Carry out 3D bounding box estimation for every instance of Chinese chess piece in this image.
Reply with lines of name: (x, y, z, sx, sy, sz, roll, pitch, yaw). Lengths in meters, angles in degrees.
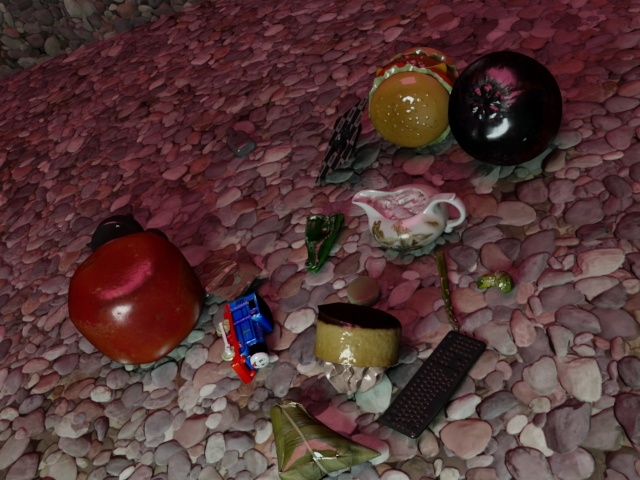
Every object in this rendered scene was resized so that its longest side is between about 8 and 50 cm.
Chinese chess piece: (0.105, 0.126, 1.730, 0.084, 0.034, 0.084, -14, 43, 13)

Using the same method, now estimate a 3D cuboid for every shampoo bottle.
shampoo bottle: (-0.284, -0.346, 2.444, 0.080, 0.040, 0.165, -34, 41, -6)

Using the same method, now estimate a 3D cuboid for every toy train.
toy train: (-0.177, 0.233, 1.726, 0.131, 0.082, 0.204, -25, 42, 3)

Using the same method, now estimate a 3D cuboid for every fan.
fan: (-0.184, 0.183, 1.848, 0.113, 0.005, 0.175, -44, 42, -17)

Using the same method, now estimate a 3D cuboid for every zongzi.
zongzi: (0.003, 0.388, 1.460, 0.204, 0.094, 0.205, -20, 40, 3)

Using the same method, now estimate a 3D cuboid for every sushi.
sushi: (0.081, -0.287, 2.093, 0.220, 0.047, 0.231, -26, 43, 62)

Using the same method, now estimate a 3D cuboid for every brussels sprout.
brussels sprout: (0.393, 0.091, 1.598, 0.083, 0.046, 0.051, 8, 45, 36)

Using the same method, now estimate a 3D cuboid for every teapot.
teapot: (0.228, -0.067, 1.788, 0.298, 0.139, 0.204, -1, 44, 29)

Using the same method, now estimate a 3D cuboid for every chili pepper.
chili pepper: (-0.001, -0.002, 1.907, 0.108, 0.062, 0.216, -8, 43, 31)

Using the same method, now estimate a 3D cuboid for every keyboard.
keyboard: (0.203, 0.328, 1.451, 0.103, 0.041, 0.381, 17, 56, 40)

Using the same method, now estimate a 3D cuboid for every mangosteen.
mangosteen: (0.484, -0.331, 1.844, 0.300, 0.300, 0.300, -15, 41, 14)

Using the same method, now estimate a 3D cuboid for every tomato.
tomato: (-0.474, 0.152, 1.836, 0.325, 0.293, 0.290, -33, 28, -20)

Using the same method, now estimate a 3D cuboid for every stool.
stool: (-0.590, 0.005, 2.178, 0.139, 0.228, 0.153, -109, 40, -70)

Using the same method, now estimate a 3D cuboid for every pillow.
pillow: (-0.270, 0.105, 1.949, 0.248, 0.049, 0.135, 12, 52, 42)

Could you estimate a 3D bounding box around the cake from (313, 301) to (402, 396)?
cake: (0.074, 0.243, 1.536, 0.185, 0.178, 0.208, 5, 13, -23)

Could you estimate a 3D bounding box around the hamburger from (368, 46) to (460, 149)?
hamburger: (0.263, -0.390, 2.011, 0.275, 0.274, 0.212, -2, 39, 27)

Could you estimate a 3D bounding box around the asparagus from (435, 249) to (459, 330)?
asparagus: (0.292, 0.112, 1.649, 0.024, 0.025, 0.248, 16, 40, -15)
